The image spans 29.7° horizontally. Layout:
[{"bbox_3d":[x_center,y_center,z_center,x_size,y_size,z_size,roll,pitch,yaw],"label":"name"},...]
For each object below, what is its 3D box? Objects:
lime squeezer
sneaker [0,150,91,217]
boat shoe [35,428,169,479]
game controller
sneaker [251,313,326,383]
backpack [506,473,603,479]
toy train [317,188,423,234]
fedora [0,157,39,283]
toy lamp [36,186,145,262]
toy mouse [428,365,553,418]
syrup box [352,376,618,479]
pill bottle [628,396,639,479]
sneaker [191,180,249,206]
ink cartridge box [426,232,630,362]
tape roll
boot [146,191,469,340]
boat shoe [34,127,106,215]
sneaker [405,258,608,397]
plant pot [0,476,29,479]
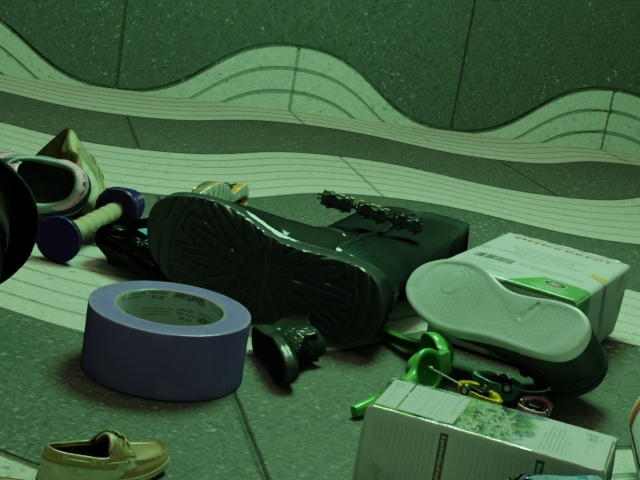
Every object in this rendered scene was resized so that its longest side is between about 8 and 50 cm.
[{"bbox_3d":[0.109,0.148,1.493,0.110,0.059,0.310,11,15,6],"label":"lime squeezer"},{"bbox_3d":[-0.511,-0.097,1.845,0.319,0.112,0.131,0,-7,-16],"label":"sneaker"},{"bbox_3d":[-0.197,0.200,1.117,0.135,0.045,0.050,-4,20,-43],"label":"boat shoe"},{"bbox_3d":[-0.187,0.005,1.830,0.166,0.067,0.319,19,18,32],"label":"game controller"},{"bbox_3d":[-0.030,0.130,1.481,0.089,0.051,0.170,-1,14,-20],"label":"sneaker"},{"bbox_3d":[0.208,0.259,1.048,0.114,0.105,0.084,2,39,-30],"label":"backpack"},{"bbox_3d":[0.072,-0.043,1.736,0.158,0.027,0.036,17,12,-2],"label":"toy train"},{"bbox_3d":[-0.470,0.025,1.304,0.334,0.334,0.152,3,46,-24],"label":"fedora"},{"bbox_3d":[-0.342,-0.030,1.852,0.080,0.080,0.274,12,17,11],"label":"toy lamp"},{"bbox_3d":[0.228,0.192,1.444,0.143,0.031,0.161,2,18,-45],"label":"toy mouse"},{"bbox_3d":[0.161,0.217,1.178,0.237,0.096,0.093,14,17,17],"label":"syrup box"},{"bbox_3d":[0.383,0.229,1.227,0.121,0.121,0.221,11,15,7],"label":"pill bottle"},{"bbox_3d":[-0.192,-0.065,2.083,0.083,0.084,0.215,11,5,14],"label":"sneaker"},{"bbox_3d":[0.305,0.084,1.737,0.201,0.117,0.278,17,16,25],"label":"ink cartridge box"},{"bbox_3d":[-0.179,0.113,1.396,0.189,0.080,0.189,8,14,-2],"label":"tape roll"},{"bbox_3d":[0.002,0.001,1.787,0.367,0.146,0.445,24,21,16],"label":"boot"},{"bbox_3d":[-0.433,-0.114,2.095,0.098,0.109,0.302,47,-3,-26],"label":"boat shoe"},{"bbox_3d":[0.240,0.120,1.549,0.296,0.104,0.147,21,-20,45],"label":"sneaker"},{"bbox_3d":[-0.243,0.228,0.934,0.236,0.032,0.236,12,6,-1],"label":"plant pot"}]
